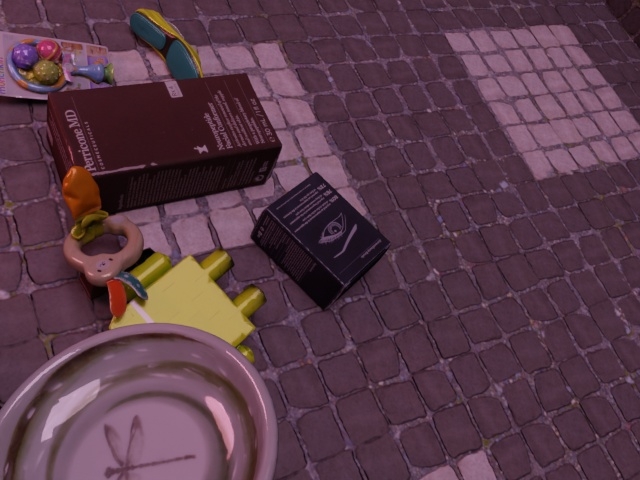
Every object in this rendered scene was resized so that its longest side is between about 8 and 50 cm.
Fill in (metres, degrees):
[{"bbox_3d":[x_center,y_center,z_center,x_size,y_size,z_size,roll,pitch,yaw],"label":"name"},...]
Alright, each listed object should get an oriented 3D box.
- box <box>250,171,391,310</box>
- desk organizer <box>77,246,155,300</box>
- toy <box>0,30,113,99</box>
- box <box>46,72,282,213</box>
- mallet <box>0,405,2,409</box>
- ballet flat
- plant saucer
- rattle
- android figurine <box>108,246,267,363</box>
[{"bbox_3d":[0.000,0.000,1.263,0.207,0.108,0.153,46,54,8],"label":"box"},{"bbox_3d":[-0.334,0.048,1.128,0.130,0.050,0.047,-23,71,-32],"label":"desk organizer"},{"bbox_3d":[-0.507,-0.335,1.265,0.237,0.056,0.136,0,70,-36],"label":"toy"},{"bbox_3d":[-0.286,-0.183,1.241,0.381,0.143,0.191,-16,67,-28],"label":"box"},{"bbox_3d":[-0.510,0.298,0.910,0.062,0.039,0.190,42,57,10],"label":"mallet"},{"bbox_3d":[-0.305,-0.408,1.417,0.231,0.077,0.077,46,37,12],"label":"ballet flat"},{"bbox_3d":[-0.251,0.300,0.908,0.401,0.100,0.400,-3,49,3],"label":"plant saucer"},{"bbox_3d":[-0.330,-0.001,1.035,0.130,0.142,0.199,3,36,-26],"label":"rattle"},{"bbox_3d":[-0.224,0.141,1.088,0.248,0.056,0.273,47,68,-1],"label":"android figurine"}]
